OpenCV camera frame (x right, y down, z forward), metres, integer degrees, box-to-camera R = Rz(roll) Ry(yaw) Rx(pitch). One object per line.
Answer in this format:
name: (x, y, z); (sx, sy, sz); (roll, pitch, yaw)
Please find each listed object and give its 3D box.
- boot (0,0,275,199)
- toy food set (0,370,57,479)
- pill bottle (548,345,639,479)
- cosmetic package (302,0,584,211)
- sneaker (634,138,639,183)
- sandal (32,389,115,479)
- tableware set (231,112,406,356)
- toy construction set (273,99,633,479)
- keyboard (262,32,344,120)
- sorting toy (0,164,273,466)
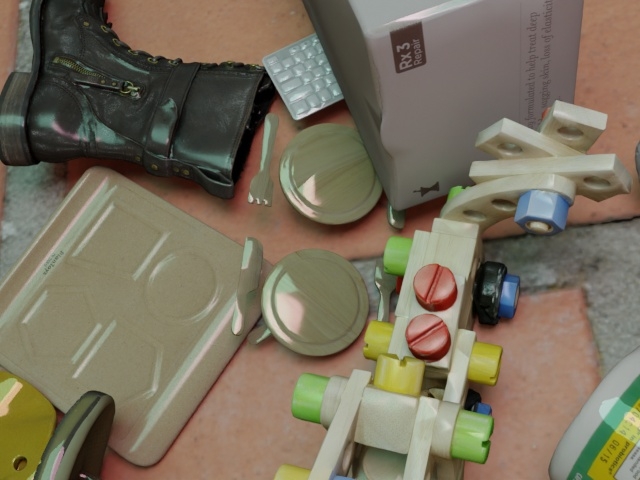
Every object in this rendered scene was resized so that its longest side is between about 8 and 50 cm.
boot: (-0.153, -0.147, 0.910); (0.228, 0.091, 0.263); (4, 56, 5)
toy food set: (-0.308, 0.175, 0.810); (0.217, 0.071, 0.128); (0, 60, 12)
pill bottle: (0.259, 0.169, 0.627); (0.208, 0.117, 0.117); (37, 80, 26)
cosmetic package: (0.053, -0.244, 0.784); (0.156, 0.217, 0.385); (-21, 61, -2)
sneaker: (0.396, -0.002, 0.654); (0.365, 0.137, 0.210); (0, 68, 18)
sandal: (-0.161, 0.261, 0.715); (0.086, 0.120, 0.303); (0, 75, -2)
tableware set: (0.000, 0.000, 0.813); (0.128, 0.039, 0.194); (10, 73, -6)
toy construction set: (0.082, 0.059, 0.670); (0.151, 0.215, 0.328); (24, 74, 22)
keyboard: (0.077, -0.186, 0.879); (0.256, 0.014, 0.072); (-26, 61, -5)
sorting toy: (-0.164, 0.058, 0.843); (0.208, 0.038, 0.193); (30, 77, 20)
